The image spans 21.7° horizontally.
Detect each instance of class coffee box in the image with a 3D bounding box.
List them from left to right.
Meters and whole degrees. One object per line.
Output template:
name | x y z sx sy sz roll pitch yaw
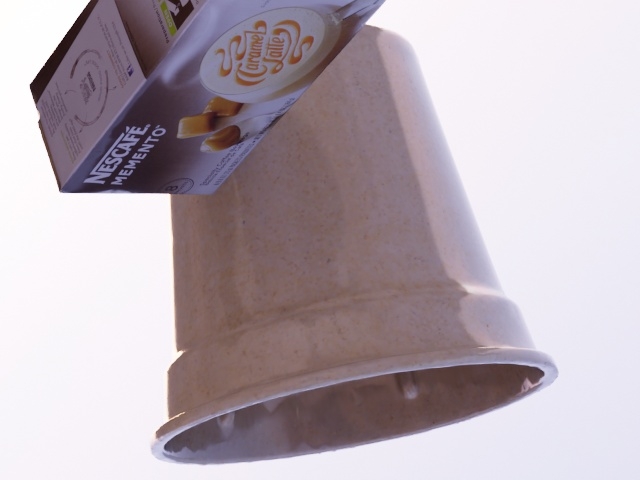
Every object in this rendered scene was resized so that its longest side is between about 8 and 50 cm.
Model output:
coffee box | -0.083 -0.138 1.161 0.246 0.141 0.098 -44 -123 41

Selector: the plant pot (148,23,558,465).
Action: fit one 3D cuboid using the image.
plant pot | 0.000 0.000 1.385 0.334 0.334 0.305 -24 -110 37
